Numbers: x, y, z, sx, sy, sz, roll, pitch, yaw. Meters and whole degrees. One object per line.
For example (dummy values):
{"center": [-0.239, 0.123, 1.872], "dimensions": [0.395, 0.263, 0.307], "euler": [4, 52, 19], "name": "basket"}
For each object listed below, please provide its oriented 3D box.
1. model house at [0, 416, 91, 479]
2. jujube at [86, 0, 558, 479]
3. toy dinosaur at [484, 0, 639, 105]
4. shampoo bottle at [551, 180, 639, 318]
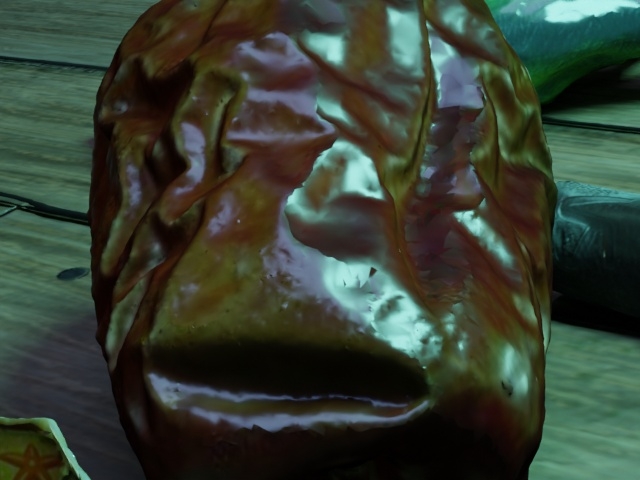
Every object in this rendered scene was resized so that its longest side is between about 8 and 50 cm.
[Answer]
{"center": [-0.092, 0.148, 0.460], "dimensions": [0.219, 0.207, 0.136], "euler": [5, -12, 32], "name": "model house"}
{"center": [0.000, 0.000, 0.719], "dimensions": [0.216, 0.216, 0.342], "euler": [-7, 35, 4], "name": "jujube"}
{"center": [0.110, -0.126, 1.073], "dimensions": [0.374, 0.144, 0.500], "euler": [-25, 21, -26], "name": "toy dinosaur"}
{"center": [0.193, 0.016, 0.782], "dimensions": [0.063, 0.057, 0.207], "euler": [-18, 23, -42], "name": "shampoo bottle"}
